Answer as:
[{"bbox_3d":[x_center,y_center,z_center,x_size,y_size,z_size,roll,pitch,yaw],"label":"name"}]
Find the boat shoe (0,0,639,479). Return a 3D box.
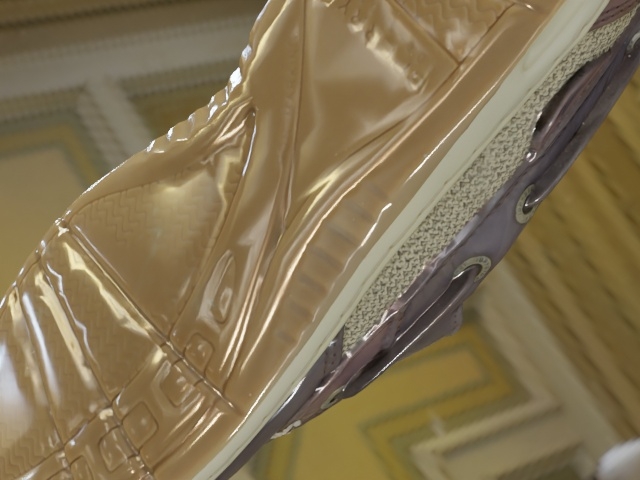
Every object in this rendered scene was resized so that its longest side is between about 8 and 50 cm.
[{"bbox_3d":[0.000,0.000,0.555,0.092,0.285,0.103,18,-152,-47],"label":"boat shoe"}]
